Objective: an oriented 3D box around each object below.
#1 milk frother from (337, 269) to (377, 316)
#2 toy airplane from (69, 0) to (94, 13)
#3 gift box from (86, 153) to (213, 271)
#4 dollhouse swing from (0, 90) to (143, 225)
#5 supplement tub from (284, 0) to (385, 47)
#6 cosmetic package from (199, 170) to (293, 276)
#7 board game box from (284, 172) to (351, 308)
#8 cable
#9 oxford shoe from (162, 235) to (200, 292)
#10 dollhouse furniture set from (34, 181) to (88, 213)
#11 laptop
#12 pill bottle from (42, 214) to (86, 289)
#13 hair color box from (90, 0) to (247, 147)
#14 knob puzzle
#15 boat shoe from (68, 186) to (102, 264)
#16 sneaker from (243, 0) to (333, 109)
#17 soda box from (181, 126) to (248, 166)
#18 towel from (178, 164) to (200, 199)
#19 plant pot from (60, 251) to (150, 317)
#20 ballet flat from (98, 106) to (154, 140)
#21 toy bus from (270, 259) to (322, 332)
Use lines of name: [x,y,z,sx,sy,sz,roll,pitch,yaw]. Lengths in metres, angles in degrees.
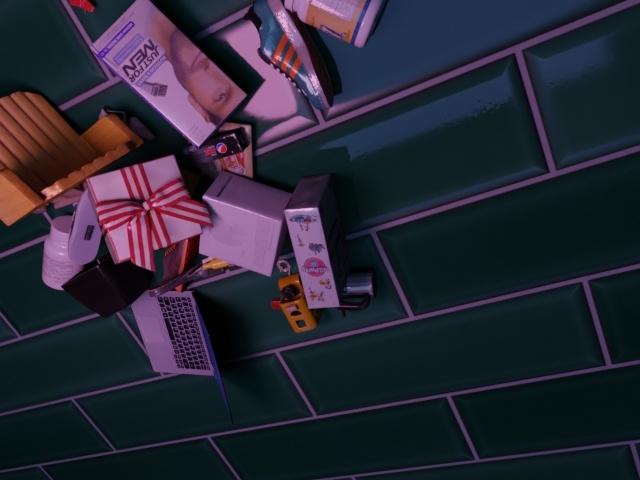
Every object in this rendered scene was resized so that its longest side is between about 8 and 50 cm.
milk frother: [0.104,0.163,1.610,0.135,0.129,0.143,-3,162,15]
toy airplane: [-0.596,-0.648,1.335,0.151,0.028,0.151,7,120,12]
gift box: [-0.456,-0.063,1.417,0.276,0.255,0.258,65,156,-5]
dollhouse swing: [-0.730,-0.266,1.370,0.315,0.347,0.304,-15,113,45]
supplement tub: [0.036,-0.536,1.180,0.200,0.144,0.144,25,122,-1]
cosmetic package: [-0.210,-0.046,1.510,0.225,0.138,0.224,20,133,3]
board game box: [0.000,0.000,1.454,0.098,0.224,0.303,-6,117,16]
cable: [-0.385,0.082,1.604,0.288,0.139,0.072,-18,111,-14]
oxford shoe: [-0.448,0.046,1.666,0.099,0.097,0.271,25,122,6]
dollhouse furniture set: [-0.871,-0.210,1.547,0.356,0.303,0.173,-14,77,18]
laptop: [-0.477,0.382,1.783,0.409,0.236,0.381,0,119,13]
pill bottle: [-0.830,0.038,1.729,0.131,0.131,0.229,23,122,0]
hair color box: [-0.371,-0.412,1.326,0.339,0.110,0.185,42,85,-14]
knob puzzle: [-0.281,-0.253,1.488,0.214,0.030,0.213,6,121,10]
boat shoe: [-0.682,-0.076,1.586,0.113,0.105,0.306,5,122,-37]
sneaker: [-0.075,-0.444,1.289,0.121,0.108,0.302,-22,104,25]
soda box: [-0.285,-0.253,1.439,0.169,0.053,0.060,-11,117,20]
towel: [-0.444,-0.122,1.611,0.102,0.021,0.237,25,122,-6]
plant pot: [-0.669,0.135,1.704,0.188,0.188,0.166,-26,105,25]
ballet flat: [-0.546,-0.331,1.493,0.169,0.057,0.052,19,112,2]
toy bus: [-0.076,0.189,1.652,0.202,0.104,0.190,22,122,0]
